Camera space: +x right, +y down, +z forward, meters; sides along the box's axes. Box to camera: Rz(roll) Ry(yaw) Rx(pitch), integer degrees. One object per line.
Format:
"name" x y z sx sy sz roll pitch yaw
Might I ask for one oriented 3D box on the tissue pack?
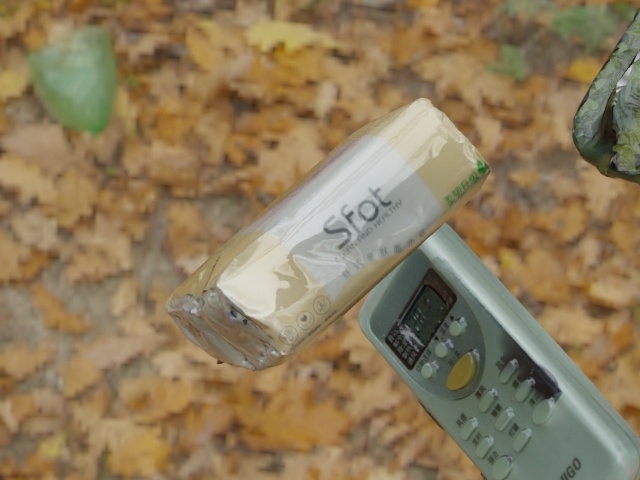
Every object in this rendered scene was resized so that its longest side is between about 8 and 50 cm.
"tissue pack" 0.000 0.000 1.391 0.222 0.186 0.090 -40 96 -16

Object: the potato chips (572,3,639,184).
"potato chips" 0.356 -0.131 1.105 0.358 0.070 0.429 20 54 39

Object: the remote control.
"remote control" 0.150 0.127 1.615 0.056 0.140 0.296 -14 54 -42
